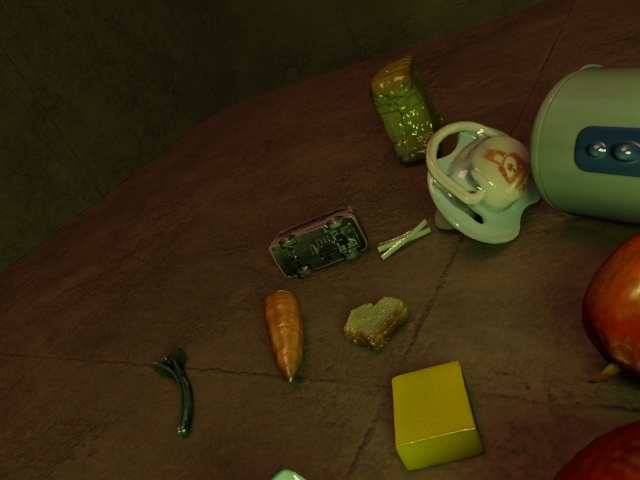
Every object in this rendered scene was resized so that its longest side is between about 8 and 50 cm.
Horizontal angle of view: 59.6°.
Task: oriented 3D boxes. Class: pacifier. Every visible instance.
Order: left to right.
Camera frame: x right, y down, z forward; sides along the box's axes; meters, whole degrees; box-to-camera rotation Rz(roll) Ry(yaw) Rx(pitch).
[{"bbox_3d":[0.281,-0.097,1.052,0.279,0.227,0.207,-45,-9,-34],"label":"pacifier"}]

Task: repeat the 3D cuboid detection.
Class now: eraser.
[{"bbox_3d":[0.142,0.216,0.701,0.097,0.045,0.122,-20,25,13],"label":"eraser"}]

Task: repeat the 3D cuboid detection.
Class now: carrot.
[{"bbox_3d":[-0.062,0.170,0.961,0.072,0.072,0.205,-24,29,7],"label":"carrot"}]

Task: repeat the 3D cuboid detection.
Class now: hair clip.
[{"bbox_3d":[-0.253,0.264,0.996,0.070,0.039,0.229,-31,27,-12],"label":"hair clip"},{"bbox_3d":[0.163,-0.005,1.112,0.115,0.030,0.039,-28,24,-2],"label":"hair clip"}]

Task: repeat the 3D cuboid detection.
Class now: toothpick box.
[{"bbox_3d":[0.496,-0.125,0.775,0.263,0.263,0.355,-37,28,-20],"label":"toothpick box"}]

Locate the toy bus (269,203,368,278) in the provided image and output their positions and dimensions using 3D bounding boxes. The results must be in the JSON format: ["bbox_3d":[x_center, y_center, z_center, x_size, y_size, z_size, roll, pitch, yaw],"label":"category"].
[{"bbox_3d":[0.000,0.000,1.187,0.199,0.096,0.108,-22,21,18],"label":"toy bus"}]

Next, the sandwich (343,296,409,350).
[{"bbox_3d":[0.091,0.131,0.919,0.105,0.035,0.093,-38,27,-24],"label":"sandwich"}]

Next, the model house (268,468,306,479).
[{"bbox_3d":[-0.047,0.384,0.452,0.261,0.226,0.241,-50,-4,-45],"label":"model house"}]

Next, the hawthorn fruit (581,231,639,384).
[{"bbox_3d":[0.366,0.088,0.593,0.200,0.179,0.179,-41,26,-1],"label":"hawthorn fruit"}]

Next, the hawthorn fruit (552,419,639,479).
[{"bbox_3d":[0.246,0.232,0.329,0.275,0.275,0.299,-28,-10,-3],"label":"hawthorn fruit"}]

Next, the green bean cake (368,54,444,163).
[{"bbox_3d":[0.222,-0.337,1.445,0.124,0.236,0.233,-18,25,25],"label":"green bean cake"}]
